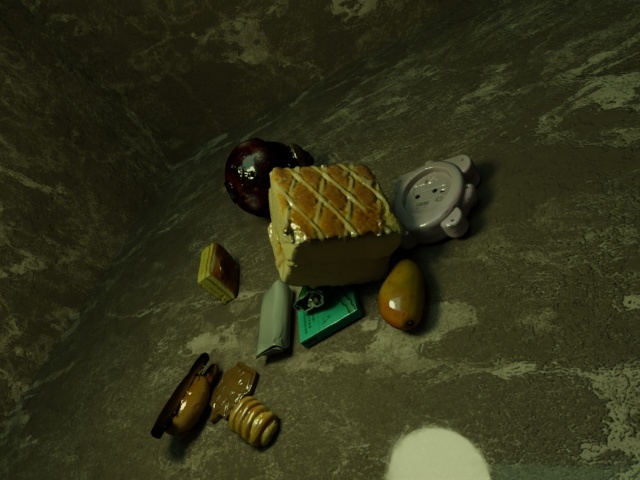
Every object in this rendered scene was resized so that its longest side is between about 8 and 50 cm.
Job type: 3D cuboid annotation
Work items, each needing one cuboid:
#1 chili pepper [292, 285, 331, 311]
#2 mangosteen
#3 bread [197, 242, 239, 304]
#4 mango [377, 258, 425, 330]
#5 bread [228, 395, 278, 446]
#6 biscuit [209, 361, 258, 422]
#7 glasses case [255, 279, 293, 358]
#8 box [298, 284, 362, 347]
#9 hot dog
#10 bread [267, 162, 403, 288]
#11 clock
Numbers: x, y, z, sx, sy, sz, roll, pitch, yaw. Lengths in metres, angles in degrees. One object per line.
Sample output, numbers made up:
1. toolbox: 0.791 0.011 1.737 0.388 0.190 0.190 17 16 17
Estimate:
1. chili pepper: 0.006 0.128 1.642 0.136 0.099 0.270 -59 1 41
2. mangosteen: -0.237 -0.286 2.216 0.381 0.422 0.380 -176 90 -69
3. bread: -0.440 0.137 2.066 0.111 0.184 0.234 -30 36 13
4. mango: 0.238 0.153 1.389 0.139 0.113 0.253 -20 37 30
5. bread: -0.205 0.548 1.434 0.177 0.084 0.119 10 59 47
6. biscuit: -0.310 0.523 1.615 0.182 0.034 0.215 8 57 51
7. glasses case: -0.164 0.291 1.689 0.128 0.083 0.308 -33 33 25
8. box: 0.027 0.241 1.577 0.226 0.042 0.160 -33 32 16
9. hot dog: -0.442 0.556 1.645 0.194 0.107 0.326 -23 29 57
10. bread: 0.023 -0.051 1.545 0.372 0.279 0.390 -7 42 -15
11. clock: 0.374 -0.126 1.574 0.296 0.113 0.322 -16 42 35
